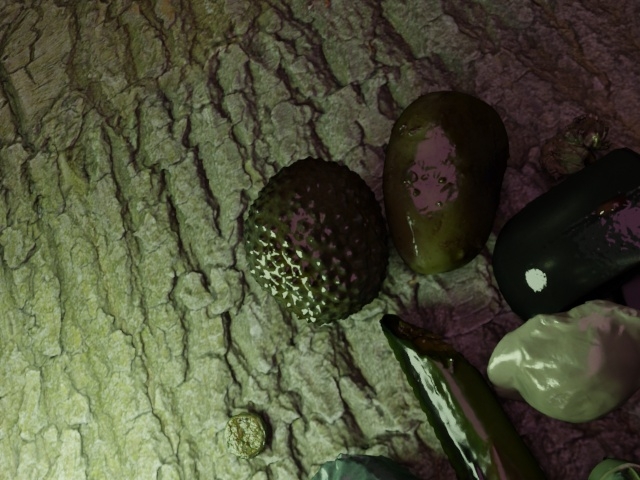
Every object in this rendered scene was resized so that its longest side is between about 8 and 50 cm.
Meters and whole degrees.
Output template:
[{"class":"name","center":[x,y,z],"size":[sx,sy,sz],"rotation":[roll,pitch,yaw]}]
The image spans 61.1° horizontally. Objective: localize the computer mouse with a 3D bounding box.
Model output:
[{"class":"computer mouse","center":[0.358,0.002,0.779],"size":[0.295,0.087,0.168],"rotation":[-51,47,41]}]

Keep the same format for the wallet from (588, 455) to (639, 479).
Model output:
[{"class":"wallet","center":[0.422,0.329,0.609],"size":[0.223,0.309,0.077],"rotation":[31,83,26]}]

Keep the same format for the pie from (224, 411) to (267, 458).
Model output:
[{"class":"pie","center":[-0.133,0.346,0.964],"size":[0.084,0.021,0.084],"rotation":[-4,74,15]}]

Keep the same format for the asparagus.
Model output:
[{"class":"asparagus","center":[0.213,0.254,0.815],"size":[0.108,0.128,0.382],"rotation":[-18,64,-22]}]

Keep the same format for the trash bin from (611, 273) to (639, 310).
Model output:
[{"class":"trash bin","center":[0.539,0.081,0.748],"size":[0.225,0.115,0.165],"rotation":[-12,70,18]}]

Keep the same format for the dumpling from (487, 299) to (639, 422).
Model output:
[{"class":"dumpling","center":[0.339,0.165,0.739],"size":[0.162,0.250,0.132],"rotation":[28,42,-7]}]

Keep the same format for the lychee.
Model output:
[{"class":"lychee","center":[0.000,0.000,0.887],"size":[0.255,0.255,0.274],"rotation":[-44,48,3]}]

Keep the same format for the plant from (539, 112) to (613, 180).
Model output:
[{"class":"plant","center":[0.429,-0.141,0.886],"size":[0.122,0.104,0.116],"rotation":[38,128,-2]}]

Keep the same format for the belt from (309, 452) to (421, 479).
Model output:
[{"class":"belt","center":[0.065,0.447,0.795],"size":[0.207,0.150,0.258],"rotation":[5,75,31]}]

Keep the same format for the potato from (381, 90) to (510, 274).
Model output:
[{"class":"potato","center":[0.200,-0.096,0.879],"size":[0.173,0.210,0.308],"rotation":[2,81,43]}]
